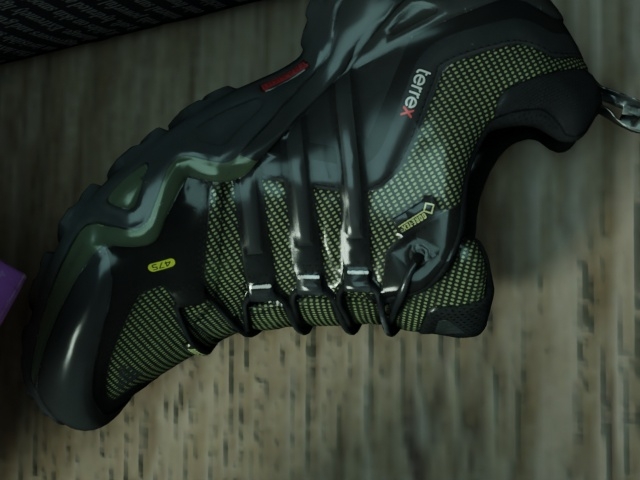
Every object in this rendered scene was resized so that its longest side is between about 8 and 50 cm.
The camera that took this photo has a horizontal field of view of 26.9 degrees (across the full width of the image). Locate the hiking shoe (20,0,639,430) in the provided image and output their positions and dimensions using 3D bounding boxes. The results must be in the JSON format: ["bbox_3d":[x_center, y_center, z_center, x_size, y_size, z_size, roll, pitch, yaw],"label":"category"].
[{"bbox_3d":[0.000,0.000,0.447,0.227,0.086,0.114,-43,75,7],"label":"hiking shoe"}]

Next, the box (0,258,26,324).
[{"bbox_3d":[-0.250,0.064,0.422,0.201,0.057,0.293,34,122,-13],"label":"box"}]

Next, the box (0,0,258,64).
[{"bbox_3d":[-0.156,-0.213,0.443,0.294,0.183,0.296,-11,86,14],"label":"box"}]
